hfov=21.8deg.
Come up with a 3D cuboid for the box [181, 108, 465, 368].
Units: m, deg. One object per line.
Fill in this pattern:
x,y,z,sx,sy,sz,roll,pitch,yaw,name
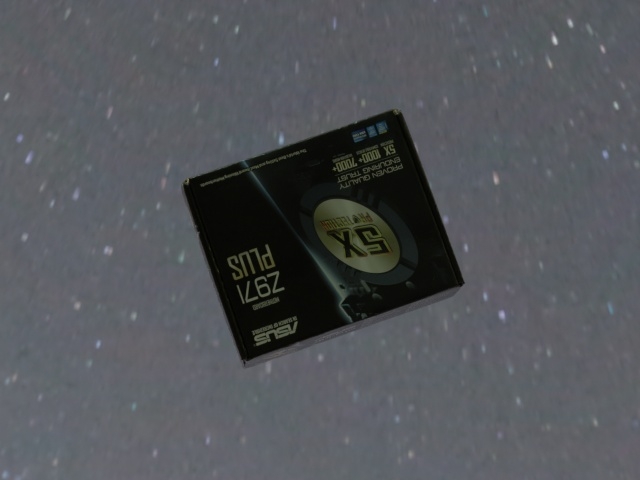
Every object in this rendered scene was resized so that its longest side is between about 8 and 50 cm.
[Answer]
0.000,0.000,1.280,0.180,0.077,0.147,-18,-98,-5,box
